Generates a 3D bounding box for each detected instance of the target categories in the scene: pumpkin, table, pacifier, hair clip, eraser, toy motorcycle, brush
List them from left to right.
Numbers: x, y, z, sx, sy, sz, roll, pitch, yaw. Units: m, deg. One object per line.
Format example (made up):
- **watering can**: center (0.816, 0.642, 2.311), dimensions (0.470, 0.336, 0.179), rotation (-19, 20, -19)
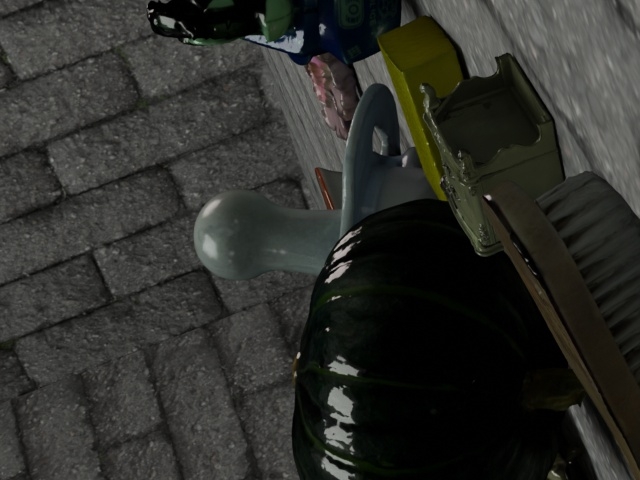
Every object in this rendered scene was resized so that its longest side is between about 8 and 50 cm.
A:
- **toy motorcycle**: center (-0.029, -0.211, 1.455), dimensions (0.331, 0.196, 0.125), rotation (-77, -13, -71)
- **hair clip**: center (-0.012, -0.225, 2.034), dimensions (0.300, 0.069, 0.173), rotation (48, -160, -68)
- **pacifier**: center (0.000, 0.000, 1.578), dimensions (0.238, 0.226, 0.287), rotation (18, -100, -79)
- **eraser**: center (0.087, -0.091, 1.297), dimensions (0.097, 0.045, 0.122), rotation (-115, 4, -67)
- **pumpkin**: center (0.082, 0.095, 1.211), dimensions (0.250, 0.216, 0.249), rotation (-1, -90, -66)
- **table**: center (0.103, -0.052, 1.057), dimensions (0.079, 0.062, 0.083), rotation (-114, 5, -46)
- **brush**: center (0.171, 0.084, 0.897), dimensions (0.327, 0.065, 0.070), rotation (59, 178, -35)

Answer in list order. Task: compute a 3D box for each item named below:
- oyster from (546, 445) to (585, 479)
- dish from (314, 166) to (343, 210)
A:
- **oyster**: center (0.149, 0.169, 1.464), dimensions (0.354, 0.107, 0.201), rotation (-114, 0, -48)
- **dish**: center (0.077, 0.023, 2.045), dimensions (0.260, 0.085, 0.260), rotation (159, 90, -90)
